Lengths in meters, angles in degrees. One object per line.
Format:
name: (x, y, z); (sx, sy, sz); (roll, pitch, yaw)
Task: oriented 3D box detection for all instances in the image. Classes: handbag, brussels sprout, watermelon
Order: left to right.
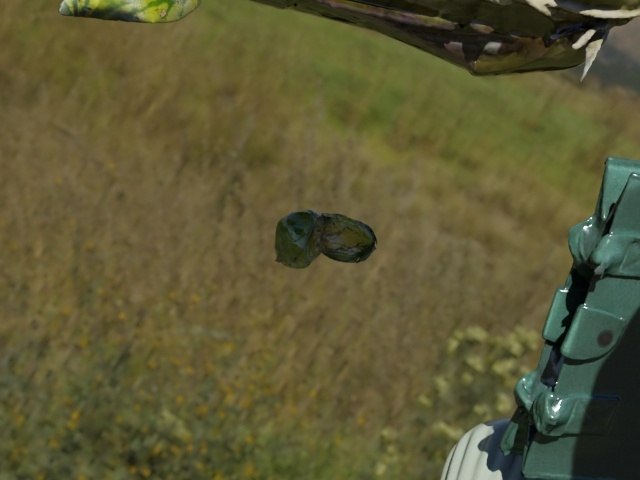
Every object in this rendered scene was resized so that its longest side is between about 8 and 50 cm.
watermelon: (-0.141, -0.224, 1.289); (0.087, 0.069, 0.163); (10, 25, 10)
brussels sprout: (0.000, -0.001, 1.271); (0.083, 0.046, 0.051); (2, 40, -32)
handbag: (0.321, 0.087, 1.511); (0.239, 0.326, 0.089); (6, 26, -25)

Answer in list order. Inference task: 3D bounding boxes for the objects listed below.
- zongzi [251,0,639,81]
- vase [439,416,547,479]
zongzi: (0.077, -0.304, 0.820); (0.500, 0.467, 0.218); (15, 48, -12)
vase: (0.170, 0.279, 1.603); (0.128, 0.128, 0.248); (35, 30, 3)
